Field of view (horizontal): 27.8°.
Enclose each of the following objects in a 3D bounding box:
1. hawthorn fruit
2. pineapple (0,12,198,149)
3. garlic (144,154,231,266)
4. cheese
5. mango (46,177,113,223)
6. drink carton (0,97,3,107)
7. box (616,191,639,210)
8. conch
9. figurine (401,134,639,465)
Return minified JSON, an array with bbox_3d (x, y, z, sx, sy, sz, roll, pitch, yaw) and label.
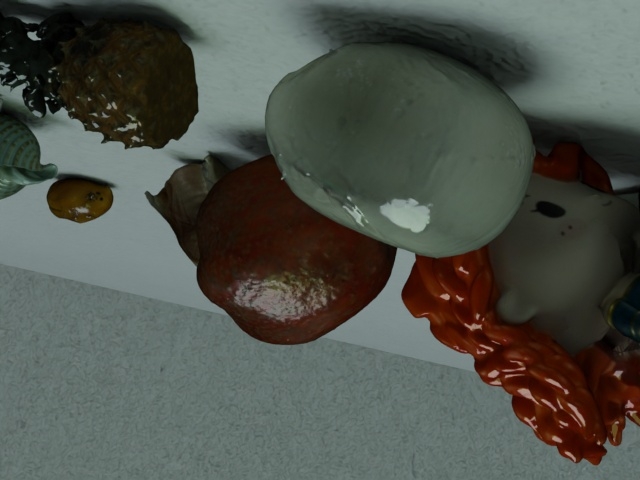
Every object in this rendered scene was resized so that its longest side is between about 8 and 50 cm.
[{"bbox_3d":[0.000,0.000,1.392,0.262,0.211,0.210,-11,162,18],"label":"hawthorn fruit"},{"bbox_3d":[-0.223,-0.149,1.104,0.237,0.111,0.119,14,141,25],"label":"pineapple"},{"bbox_3d":[-0.134,-0.026,1.547,0.099,0.174,0.124,-26,145,17],"label":"garlic"},{"bbox_3d":[0.071,-0.069,0.996,0.189,0.154,0.198,30,-178,28],"label":"cheese"},{"bbox_3d":[-0.353,-0.057,1.868,0.127,0.063,0.077,4,174,44],"label":"mango"},{"bbox_3d":[-0.484,-0.125,1.448,0.222,0.134,0.102,8,167,22],"label":"drink carton"},{"bbox_3d":[0.364,0.003,1.274,0.168,0.071,0.259,17,169,-23],"label":"box"},{"bbox_3d":[-0.395,-0.104,1.537,0.153,0.102,0.135,-17,171,34],"label":"conch"},{"bbox_3d":[0.271,0.043,1.072,0.411,0.241,0.306,-10,115,48],"label":"figurine"}]
